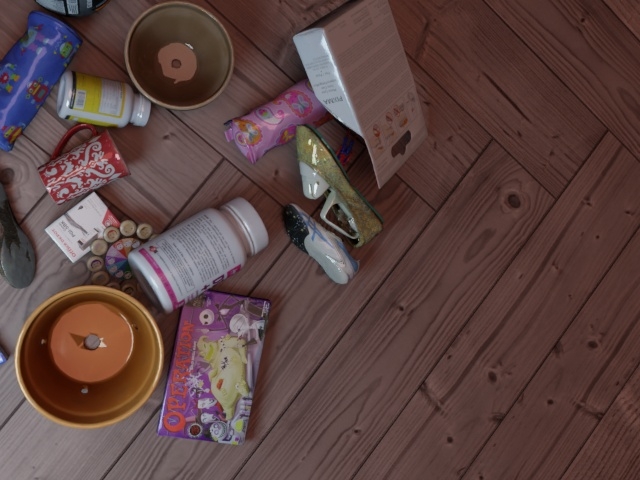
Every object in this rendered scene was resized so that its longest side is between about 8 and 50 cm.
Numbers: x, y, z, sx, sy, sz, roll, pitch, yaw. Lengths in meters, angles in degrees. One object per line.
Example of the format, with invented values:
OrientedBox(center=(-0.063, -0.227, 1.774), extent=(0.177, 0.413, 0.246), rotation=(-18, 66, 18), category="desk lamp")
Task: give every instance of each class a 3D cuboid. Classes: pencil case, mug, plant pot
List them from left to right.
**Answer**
OrientedBox(center=(-0.633, -0.337, 1.601), extent=(0.133, 0.119, 0.306), rotation=(29, 83, 23), category="pencil case")
OrientedBox(center=(-0.521, -0.165, 1.662), extent=(0.169, 0.150, 0.113), rotation=(-29, 136, -9), category="mug")
OrientedBox(center=(-0.487, 0.230, 1.619), extent=(0.290, 0.203, 0.291), rotation=(-1, 93, -16), category="plant pot")
OrientedBox(center=(-0.317, -0.403, 1.695), extent=(0.237, 0.109, 0.238), rotation=(-1, 93, -17), category="plant pot")
OrientedBox(center=(-0.079, -0.289, 1.767), extent=(0.284, 0.124, 0.124), rotation=(-31, 100, -12), category="pencil case")

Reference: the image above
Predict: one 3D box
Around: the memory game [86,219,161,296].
OrientedBox(center=(-0.428, 0.043, 1.697), extent=(0.186, 0.012, 0.186), rotation=(-10, 111, -28), category="memory game")

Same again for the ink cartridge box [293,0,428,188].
OrientedBox(center=(0.110, -0.353, 1.771), extent=(0.308, 0.091, 0.385), rotation=(-47, 124, -46), category="ink cartridge box")

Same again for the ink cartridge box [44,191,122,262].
OrientedBox(center=(-0.522, -0.029, 1.676), extent=(0.135, 0.056, 0.099), rotation=(-41, 103, -12), category="ink cartridge box")

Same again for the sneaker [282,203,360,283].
OrientedBox(center=(0.000, 0.000, 1.826), extent=(0.237, 0.085, 0.086), rotation=(48, 51, -8), category="sneaker")

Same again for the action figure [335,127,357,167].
OrientedBox(center=(0.059, -0.218, 1.855), extent=(0.038, 0.030, 0.115), rotation=(26, 87, -21), category="action figure")

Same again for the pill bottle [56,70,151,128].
OrientedBox(center=(-0.469, -0.300, 1.650), extent=(0.184, 0.103, 0.103), rotation=(8, 90, -30), category="pill bottle")

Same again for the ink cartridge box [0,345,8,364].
OrientedBox(center=(-0.766, 0.195, 1.618), extent=(0.097, 0.046, 0.207), rotation=(-33, 101, -12), category="ink cartridge box")

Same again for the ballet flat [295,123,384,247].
OrientedBox(center=(0.026, -0.112, 1.767), extent=(0.123, 0.123, 0.348), rotation=(-46, 123, -10), category="ballet flat")

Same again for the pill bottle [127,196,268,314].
OrientedBox(center=(-0.266, 0.027, 1.690), extent=(0.283, 0.160, 0.160), rotation=(-33, 101, -22), category="pill bottle")

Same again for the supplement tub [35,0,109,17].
OrientedBox(center=(-0.502, -0.571, 1.515), extent=(0.207, 0.338, 0.207), rotation=(-1, 92, -17), category="supplement tub")

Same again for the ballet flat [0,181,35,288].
OrientedBox(center=(-0.684, -0.015, 1.634), extent=(0.084, 0.058, 0.250), rotation=(-32, 109, -49), category="ballet flat")

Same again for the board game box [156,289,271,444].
OrientedBox(center=(-0.247, 0.292, 1.775), extent=(0.208, 0.056, 0.347), rotation=(11, 89, -12), category="board game box")
